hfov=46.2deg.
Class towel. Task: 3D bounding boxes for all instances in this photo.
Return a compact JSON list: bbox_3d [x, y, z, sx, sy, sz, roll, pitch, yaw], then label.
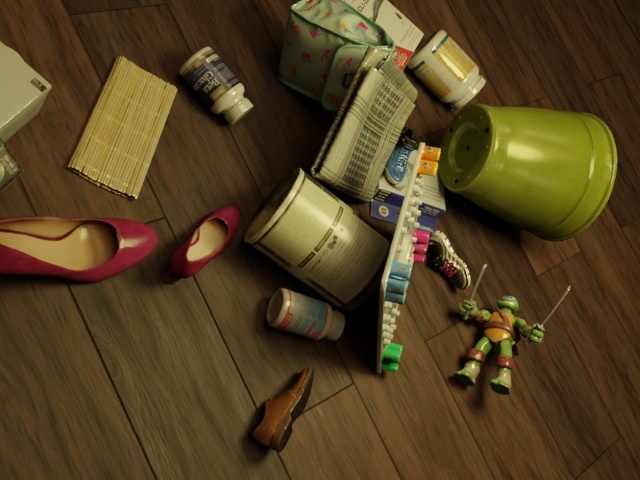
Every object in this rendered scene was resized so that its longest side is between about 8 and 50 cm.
[{"bbox_3d":[0.121,-0.257,1.757,0.312,0.056,0.324,21,94,-62],"label":"towel"}]

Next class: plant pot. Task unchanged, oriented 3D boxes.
[{"bbox_3d":[0.520,-0.208,2.008,0.353,0.366,0.366,12,63,-25],"label":"plant pot"}]

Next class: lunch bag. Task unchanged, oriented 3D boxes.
[{"bbox_3d":[0.044,-0.444,1.826,0.262,0.223,0.160,33,51,11],"label":"lunch bag"}]

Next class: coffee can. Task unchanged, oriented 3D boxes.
[{"bbox_3d":[0.000,0.000,1.655,0.275,0.201,0.201,37,54,-15],"label":"coffee can"}]

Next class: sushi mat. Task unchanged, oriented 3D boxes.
[{"bbox_3d":[-0.416,-0.244,1.604,0.151,0.019,0.316,26,57,-23],"label":"sushi mat"}]

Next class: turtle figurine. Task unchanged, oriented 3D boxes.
[{"bbox_3d":[0.430,0.219,1.835,0.198,0.274,0.266,26,65,-4],"label":"turtle figurine"}]

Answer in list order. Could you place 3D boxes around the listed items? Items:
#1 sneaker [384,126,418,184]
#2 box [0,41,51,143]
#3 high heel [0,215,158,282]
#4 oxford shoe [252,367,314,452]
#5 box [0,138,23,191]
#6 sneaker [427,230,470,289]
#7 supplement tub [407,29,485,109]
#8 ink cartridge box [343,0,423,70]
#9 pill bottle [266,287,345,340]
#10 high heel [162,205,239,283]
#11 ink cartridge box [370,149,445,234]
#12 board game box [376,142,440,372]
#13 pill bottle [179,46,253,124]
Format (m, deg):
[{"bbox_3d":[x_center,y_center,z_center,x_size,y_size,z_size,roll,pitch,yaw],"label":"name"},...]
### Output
[{"bbox_3d":[0.208,-0.221,1.911,0.058,0.084,0.152,22,58,-22],"label":"sneaker"},{"bbox_3d":[-0.641,-0.274,1.402,0.181,0.119,0.182,42,52,-11],"label":"box"},{"bbox_3d":[-0.449,0.004,1.364,0.377,0.181,0.127,-15,78,-37],"label":"high heel"},{"bbox_3d":[-0.072,0.333,1.547,0.076,0.076,0.212,16,39,18],"label":"oxford shoe"},{"bbox_3d":[-0.631,-0.168,1.296,0.077,0.147,0.180,-57,140,-36],"label":"box"},{"bbox_3d":[0.318,0.059,1.934,0.075,0.063,0.170,-23,78,-39],"label":"sneaker"},{"bbox_3d":[0.362,-0.487,2.155,0.200,0.144,0.144,44,52,-10],"label":"supplement tub"},{"bbox_3d":[0.122,-0.573,2.051,0.273,0.114,0.197,38,54,-13],"label":"ink cartridge box"},{"bbox_3d":[-0.031,0.166,1.633,0.160,0.087,0.087,21,59,-25],"label":"pill bottle"},{"bbox_3d":[-0.229,-0.008,1.559,0.082,0.117,0.244,50,51,-4],"label":"high heel"},{"bbox_3d":[0.230,-0.142,1.974,0.223,0.045,0.223,15,62,-28],"label":"ink cartridge box"},{"bbox_3d":[0.195,0.049,1.672,0.050,0.390,0.389,11,56,11],"label":"board game box"},{"bbox_3d":[-0.235,-0.352,1.725,0.169,0.094,0.094,49,51,-6],"label":"pill bottle"}]
